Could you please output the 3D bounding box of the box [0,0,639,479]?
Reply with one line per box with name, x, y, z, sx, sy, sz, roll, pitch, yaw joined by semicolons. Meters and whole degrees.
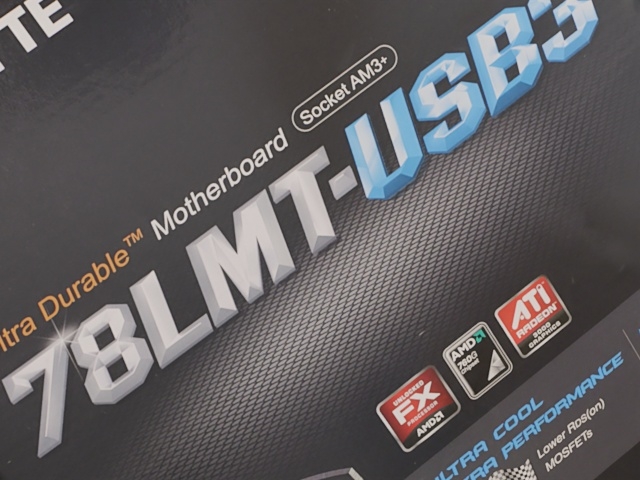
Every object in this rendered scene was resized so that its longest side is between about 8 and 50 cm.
box;0.000;0.000;0.491;0.295;0.073;0.293;-36;109;-9
